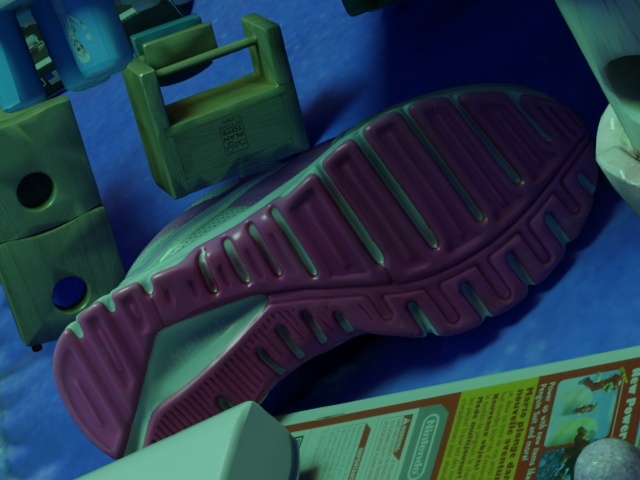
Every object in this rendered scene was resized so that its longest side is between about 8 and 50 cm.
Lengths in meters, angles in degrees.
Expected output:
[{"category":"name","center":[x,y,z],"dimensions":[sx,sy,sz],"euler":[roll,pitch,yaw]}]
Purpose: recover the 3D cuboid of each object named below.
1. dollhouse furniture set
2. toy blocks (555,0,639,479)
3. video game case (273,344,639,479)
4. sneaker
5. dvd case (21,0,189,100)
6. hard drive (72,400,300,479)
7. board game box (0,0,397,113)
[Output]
[{"category":"dollhouse furniture set","center":[-0.114,-0.045,0.941],"dimensions":[0.183,0.129,0.129],"euler":[-22,26,-16]},{"category":"toy blocks","center":[0.174,-0.037,0.397],"dimensions":[0.288,0.260,0.309],"euler":[0,44,42]},{"category":"video game case","center":[0.055,0.129,0.587],"dimensions":[0.285,0.025,0.204],"euler":[-15,38,37]},{"category":"sneaker","center":[0.000,0.000,0.740],"dimensions":[0.252,0.103,0.111],"euler":[-25,16,5]},{"category":"dvd case","center":[-0.190,-0.169,1.253],"dimensions":[0.238,0.029,0.179],"euler":[-27,33,24]},{"category":"hard drive","center":[-0.154,0.203,0.678],"dimensions":[0.318,0.040,0.210],"euler":[-27,31,34]},{"category":"board game box","center":[0.093,-0.170,0.728],"dimensions":[0.390,0.050,0.390],"euler":[-21,3,30]}]
